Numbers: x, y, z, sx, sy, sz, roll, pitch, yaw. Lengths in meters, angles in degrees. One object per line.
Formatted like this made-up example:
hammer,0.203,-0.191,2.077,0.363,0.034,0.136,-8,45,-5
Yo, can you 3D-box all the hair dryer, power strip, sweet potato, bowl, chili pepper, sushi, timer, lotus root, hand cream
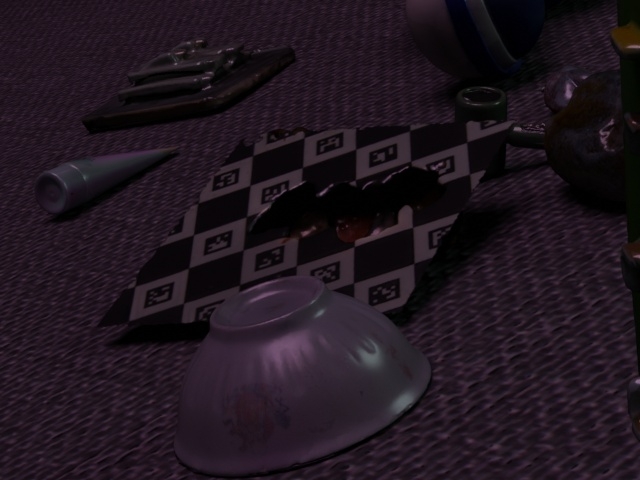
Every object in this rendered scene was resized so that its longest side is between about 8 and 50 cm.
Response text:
hair dryer,0.189,-0.089,1.651,0.150,0.071,0.047,5,28,14
power strip,-0.162,-0.202,2.285,0.213,0.064,0.198,-8,19,31
sweet potato,-0.023,-0.093,1.883,0.041,0.038,0.153,3,14,-10
bowl,-0.024,0.077,1.310,0.189,0.086,0.189,-16,18,5
chili pepper,0.235,-0.131,1.741,0.050,0.041,0.153,-60,16,9
sushi,0.000,0.000,1.572,0.290,0.050,0.264,-2,38,34
timer,0.172,-0.298,2.025,0.270,0.270,0.383,-13,33,16
lotus root,0.247,-0.080,1.507,0.113,0.088,0.192,-45,23,-7
hand cream,-0.229,-0.072,2.018,0.076,0.047,0.174,-6,13,36

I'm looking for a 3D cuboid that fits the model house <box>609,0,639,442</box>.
model house,0.304,-0.002,0.922,0.323,0.300,0.340,-8,24,-3
